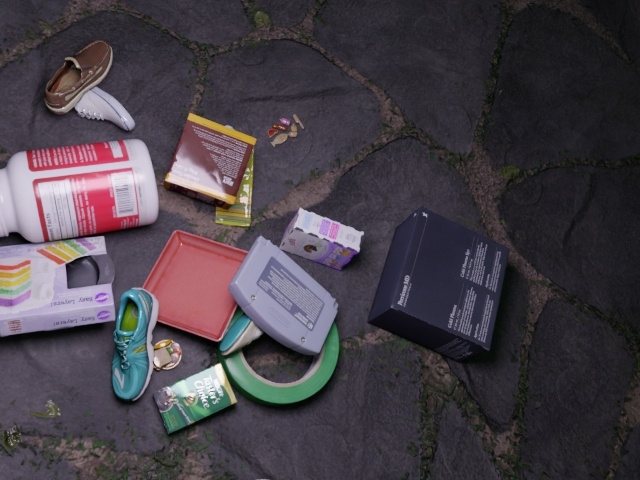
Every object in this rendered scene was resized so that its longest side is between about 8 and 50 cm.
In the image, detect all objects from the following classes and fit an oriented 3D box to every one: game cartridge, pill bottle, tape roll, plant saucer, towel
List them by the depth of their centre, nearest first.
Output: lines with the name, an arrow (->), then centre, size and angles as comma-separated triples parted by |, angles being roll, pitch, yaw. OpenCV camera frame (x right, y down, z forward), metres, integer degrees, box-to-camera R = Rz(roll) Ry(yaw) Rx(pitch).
pill bottle -> -0.633, -0.121, 1.550 | 0.408, 0.229, 0.228 | -11, 73, -23
game cartridge -> -0.093, 0.151, 1.583 | 0.297, 0.062, 0.198 | 44, 53, -20
plant saucer -> -0.322, 0.120, 1.625 | 0.259, 0.047, 0.259 | 17, 63, 12
tape roll -> -0.112, 0.277, 1.657 | 0.322, 0.077, 0.321 | 7, 68, -16
towel -> -0.245, -0.160, 1.781 | 0.102, 0.021, 0.237 | 5, 84, -18

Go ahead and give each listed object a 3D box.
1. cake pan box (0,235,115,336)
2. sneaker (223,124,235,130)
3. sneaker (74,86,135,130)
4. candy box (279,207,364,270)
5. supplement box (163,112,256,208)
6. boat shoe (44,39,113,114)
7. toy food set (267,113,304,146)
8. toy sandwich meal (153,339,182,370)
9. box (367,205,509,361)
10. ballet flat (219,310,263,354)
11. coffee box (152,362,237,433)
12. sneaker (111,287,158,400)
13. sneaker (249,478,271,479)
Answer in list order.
cake pan box -> -0.636, 0.104, 1.495 | 0.267, 0.070, 0.245 | -6, 47, -20
sneaker -> -0.319, -0.262, 1.799 | 0.211, 0.080, 0.081 | -36, 81, -26
sneaker -> -0.639, -0.377, 1.739 | 0.258, 0.094, 0.091 | 36, 71, 8
candy box -> 0.000, 0.000, 1.757 | 0.196, 0.165, 0.070 | 21, 64, -11
supplement box -> -0.304, -0.211, 1.691 | 0.191, 0.129, 0.194 | 20, 81, -14
boat shoe -> -0.648, -0.457, 1.667 | 0.095, 0.095, 0.257 | 23, 65, 3
toy food set -> -0.117, -0.346, 1.940 | 0.122, 0.019, 0.077 | -30, 81, -19
toy sandwich meal -> -0.395, 0.291, 1.579 | 0.086, 0.029, 0.085 | 7, 67, -17
box -> 0.350, 0.129, 1.820 | 0.313, 0.179, 0.343 | 25, 63, -9
ballet flat -> -0.168, 0.200, 1.587 | 0.086, 0.086, 0.248 | 30, 62, -6
coffee box -> -0.313, 0.393, 1.548 | 0.184, 0.040, 0.113 | -20, 77, -17
sneaker -> -0.469, 0.250, 1.502 | 0.107, 0.110, 0.275 | 1, 82, 9
sneaker -> -0.254, 0.648, 1.420 | 0.385, 0.147, 0.145 | -8, 70, -23
